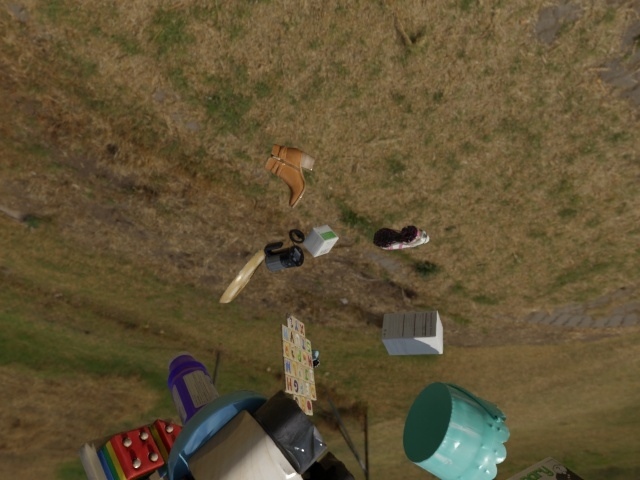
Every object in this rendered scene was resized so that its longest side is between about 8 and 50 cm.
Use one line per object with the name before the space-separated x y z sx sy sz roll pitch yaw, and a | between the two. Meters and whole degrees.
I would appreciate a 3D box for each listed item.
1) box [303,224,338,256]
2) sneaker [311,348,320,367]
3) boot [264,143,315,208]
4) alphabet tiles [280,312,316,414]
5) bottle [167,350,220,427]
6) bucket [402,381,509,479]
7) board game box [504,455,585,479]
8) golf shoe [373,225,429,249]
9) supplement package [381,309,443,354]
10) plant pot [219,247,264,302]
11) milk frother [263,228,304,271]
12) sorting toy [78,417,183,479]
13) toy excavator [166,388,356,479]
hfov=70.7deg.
box | 0.000 0.000 1.932 0.101 0.087 0.102 -16 148 -49
sneaker | -0.034 0.512 1.908 0.073 0.162 0.063 7 103 15
boot | -0.118 -0.220 1.525 0.153 0.197 0.073 18 178 -11
alphabet tiles | -0.077 0.445 1.628 0.011 0.342 0.285 -14 152 14
bottle | -0.278 0.346 1.002 0.092 0.283 0.118 -20 116 -23
bucket | 0.383 0.563 1.322 0.183 0.281 0.281 29 138 -8
board game box | 0.451 0.565 0.911 0.305 0.193 0.053 -8 106 -28
golf shoe | 0.246 -0.001 1.395 0.086 0.067 0.186 21 164 -40
supplement package | 0.304 0.306 1.487 0.179 0.105 0.105 -7 134 22
plant pot | -0.263 0.128 1.560 0.032 0.236 0.236 37 137 -2
milk frother | -0.134 0.038 1.761 0.135 0.143 0.129 -13 111 37
sorting toy | -0.337 0.504 0.966 0.089 0.257 0.255 -43 157 13
toy excavator | -0.110 0.422 0.799 0.432 0.222 0.445 59 158 -19
